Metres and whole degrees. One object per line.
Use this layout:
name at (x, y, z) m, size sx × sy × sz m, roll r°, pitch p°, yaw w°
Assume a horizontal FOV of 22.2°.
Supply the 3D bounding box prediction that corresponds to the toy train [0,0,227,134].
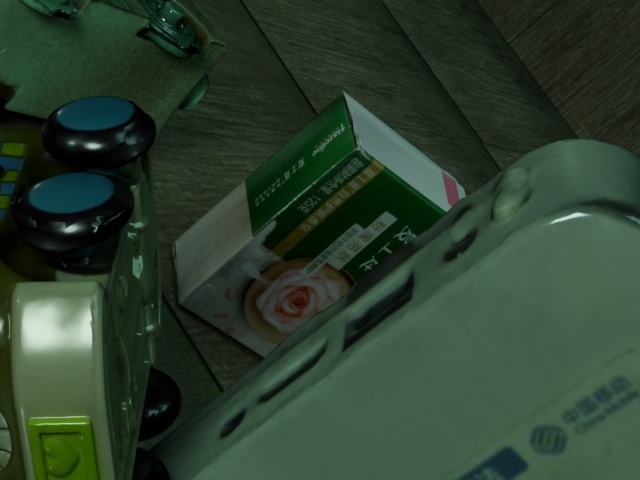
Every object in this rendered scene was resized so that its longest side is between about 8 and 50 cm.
toy train at (-0.207, -0.166, 1.228) m, size 0.159 × 0.129 × 0.326 m, roll 53°, pitch 21°, yaw 25°

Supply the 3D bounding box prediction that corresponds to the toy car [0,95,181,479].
toy car at (-0.181, 0.043, 0.857) m, size 0.248 × 0.198 × 0.204 m, roll -91°, pitch 179°, yaw -60°

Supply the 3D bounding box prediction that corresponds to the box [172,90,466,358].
box at (0.000, 0.000, 1.253) m, size 0.135 × 0.199 × 0.081 m, roll 35°, pitch 28°, yaw -30°

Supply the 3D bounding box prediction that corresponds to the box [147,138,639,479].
box at (0.127, 0.183, 0.929) m, size 0.396 × 0.396 × 0.111 m, roll 44°, pitch 23°, yaw -18°
